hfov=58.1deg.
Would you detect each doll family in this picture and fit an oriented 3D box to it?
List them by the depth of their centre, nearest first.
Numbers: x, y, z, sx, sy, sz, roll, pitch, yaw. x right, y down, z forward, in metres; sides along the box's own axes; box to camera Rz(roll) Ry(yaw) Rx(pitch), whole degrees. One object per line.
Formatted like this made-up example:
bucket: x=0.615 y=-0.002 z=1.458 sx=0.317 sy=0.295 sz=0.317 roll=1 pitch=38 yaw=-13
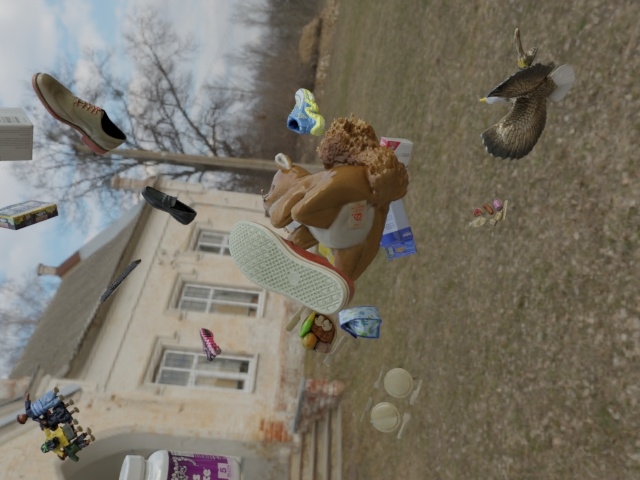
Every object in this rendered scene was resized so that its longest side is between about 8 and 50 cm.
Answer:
doll family: x=-0.627 y=0.438 z=1.353 sx=0.193 sy=0.111 sz=0.076 roll=55 pitch=179 yaw=12

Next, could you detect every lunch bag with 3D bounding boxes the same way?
lunch bag: x=0.142 y=0.300 z=2.130 sx=0.129 sy=0.151 sz=0.096 roll=-101 pitch=19 yaw=-76

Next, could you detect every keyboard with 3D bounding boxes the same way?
keyboard: x=-0.688 y=0.137 z=1.975 sx=0.180 sy=0.023 sz=0.108 roll=-48 pitch=9 yaw=5

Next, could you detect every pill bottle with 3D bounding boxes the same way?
pill bottle: x=-0.380 y=0.657 z=1.547 sx=0.169 sy=0.301 sz=0.169 roll=-166 pitch=90 yaw=-68

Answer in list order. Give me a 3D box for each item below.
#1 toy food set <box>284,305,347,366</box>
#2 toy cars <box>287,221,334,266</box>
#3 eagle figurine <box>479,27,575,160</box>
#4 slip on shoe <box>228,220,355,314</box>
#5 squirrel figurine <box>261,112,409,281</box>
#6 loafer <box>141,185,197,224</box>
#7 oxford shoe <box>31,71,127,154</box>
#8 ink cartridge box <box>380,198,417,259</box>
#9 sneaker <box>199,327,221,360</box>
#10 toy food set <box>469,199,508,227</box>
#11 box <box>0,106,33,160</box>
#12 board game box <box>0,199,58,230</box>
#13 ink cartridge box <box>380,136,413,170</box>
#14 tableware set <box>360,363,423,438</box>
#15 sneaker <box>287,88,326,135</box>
toy food set: x=-0.004 y=0.287 z=1.776 sx=0.132 sy=0.192 sz=0.038 roll=-52 pitch=13 yaw=-21
toy cars: x=0.000 y=0.000 z=1.909 sx=0.176 sy=0.393 sz=0.087 roll=-8 pitch=49 yaw=51
eagle figurine: x=0.524 y=-0.375 z=1.507 sx=0.225 sy=0.226 sz=0.298 roll=-41 pitch=17 yaw=41
slip on shoe: x=-0.067 y=0.057 z=1.245 sx=0.101 sy=0.331 sz=0.123 roll=-1 pitch=-65 yaw=-62
squirrel figurine: x=0.026 y=-0.140 z=1.572 sx=0.397 sy=0.281 sz=0.370 roll=-47 pitch=35 yaw=-7
loafer: x=-0.572 y=-0.143 z=2.186 sx=0.078 sy=0.223 sz=0.076 roll=-39 pitch=29 yaw=30
oxford shoe: x=-0.791 y=-0.436 z=1.916 sx=0.348 sy=0.130 sz=0.123 roll=48 pitch=-146 yaw=-47
ink cartridge box: x=0.210 y=-0.087 z=1.935 sx=0.186 sy=0.065 sz=0.311 roll=-19 pitch=90 yaw=61
sneaker: x=-0.354 y=0.325 z=1.792 sx=0.057 sy=0.047 sz=0.119 roll=-54 pitch=48 yaw=20
toy food set: x=0.456 y=-0.072 z=1.549 sx=0.122 sy=0.019 sz=0.078 roll=-7 pitch=67 yaw=57
box: x=-0.678 y=-0.228 z=1.226 sx=0.102 sy=0.101 sz=0.087 roll=43 pitch=127 yaw=37
board game box: x=-1.005 y=-0.088 z=1.945 sx=0.170 sy=0.141 sz=0.048 roll=-35 pitch=-50 yaw=-56
ink cartridge box: x=0.269 y=-0.299 z=2.130 sx=0.063 sy=0.109 sz=0.151 roll=-128 pitch=44 yaw=-59
tableware set: x=0.211 y=0.461 z=1.672 sx=0.039 sy=0.128 sz=0.194 roll=3 pitch=-71 yaw=-76
sneaker: x=-0.073 y=-0.468 z=2.089 sx=0.091 sy=0.126 sz=0.240 roll=100 pitch=151 yaw=-45
